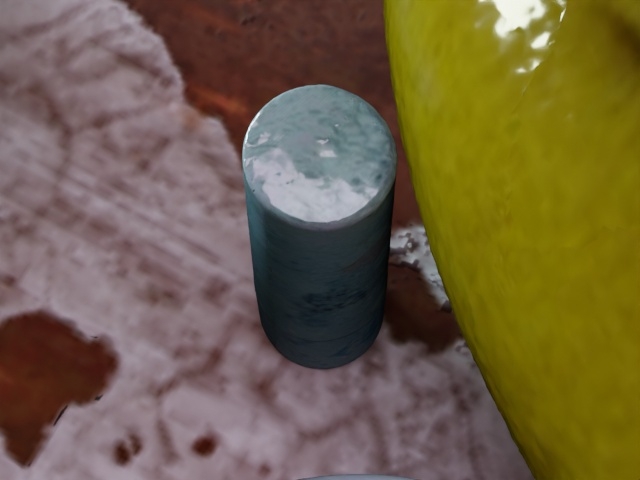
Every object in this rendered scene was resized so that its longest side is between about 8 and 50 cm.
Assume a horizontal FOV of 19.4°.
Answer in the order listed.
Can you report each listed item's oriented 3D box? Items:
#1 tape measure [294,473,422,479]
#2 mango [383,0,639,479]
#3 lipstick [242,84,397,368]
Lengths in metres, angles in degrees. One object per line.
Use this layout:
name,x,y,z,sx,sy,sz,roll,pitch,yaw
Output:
tape measure,0.016,0.172,0.579,0.236,0.120,0.197,14,76,-1
mango,0.175,0.002,0.559,0.301,0.220,0.445,-10,68,-44
lipstick,0.000,0.000,0.618,0.048,0.158,0.048,0,71,0
